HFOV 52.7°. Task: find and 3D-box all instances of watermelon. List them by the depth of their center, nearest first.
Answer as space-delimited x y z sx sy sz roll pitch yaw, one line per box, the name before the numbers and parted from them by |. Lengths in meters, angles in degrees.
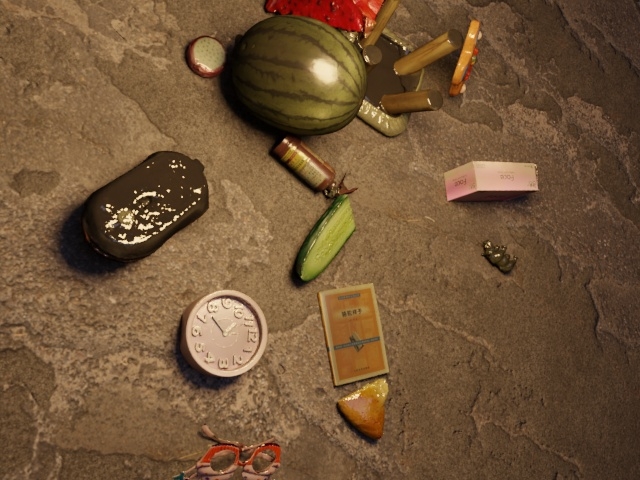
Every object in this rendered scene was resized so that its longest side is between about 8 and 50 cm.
watermelon | -0.062 -0.404 1.575 0.359 0.279 0.279 19 68 10

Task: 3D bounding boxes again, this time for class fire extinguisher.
fire extinguisher | -0.003 -0.192 1.685 0.252 0.075 0.106 39 74 -16

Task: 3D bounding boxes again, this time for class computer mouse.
computer mouse | -0.385 -0.075 1.431 0.183 0.116 0.323 53 53 -7

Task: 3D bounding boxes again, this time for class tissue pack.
tissue pack | 0.509 -0.174 1.929 0.246 0.148 0.093 -3 82 -27

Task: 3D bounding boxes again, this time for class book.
book | 0.088 0.241 1.684 0.170 0.018 0.242 -7 83 -29

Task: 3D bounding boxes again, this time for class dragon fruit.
dragon fruit | 0.032 -0.679 1.674 0.282 0.343 0.100 -60 153 -21

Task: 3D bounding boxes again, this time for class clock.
clock | -0.223 0.214 1.488 0.196 0.068 0.197 7 76 -28

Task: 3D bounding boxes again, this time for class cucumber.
cucumber | 0.000 0.000 1.653 0.244 0.063 0.115 -52 137 -29

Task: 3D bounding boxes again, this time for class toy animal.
toy animal | 0.535 0.043 1.955 0.135 0.047 0.065 38 72 -23

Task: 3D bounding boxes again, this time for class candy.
candy | -0.281 -0.457 1.607 0.103 0.043 0.103 6 77 -28

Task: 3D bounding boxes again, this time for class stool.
stool | 0.199 -0.496 1.777 0.310 0.226 0.311 29 66 -23

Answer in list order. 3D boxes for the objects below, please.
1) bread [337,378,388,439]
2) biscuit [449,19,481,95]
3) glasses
bread | 0.105 0.419 1.639 0.135 0.054 0.155 15 70 -23
biscuit | 0.424 -0.524 1.880 0.049 0.324 0.206 18 95 6
glasses | -0.204 0.504 1.448 0.255 0.095 0.162 13 101 -28
